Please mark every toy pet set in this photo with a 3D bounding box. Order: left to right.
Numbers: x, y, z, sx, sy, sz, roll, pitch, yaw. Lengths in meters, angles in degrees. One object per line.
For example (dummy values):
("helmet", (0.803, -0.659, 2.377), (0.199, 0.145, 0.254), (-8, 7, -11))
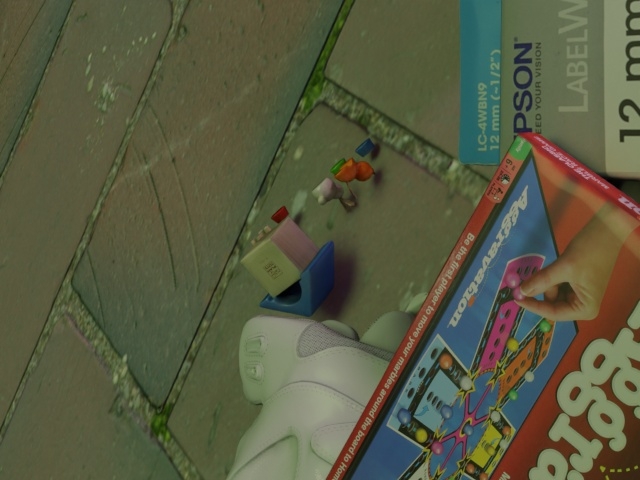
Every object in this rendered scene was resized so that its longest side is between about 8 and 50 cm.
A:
("toy pet set", (0.000, 0.000, 1.112), (0.122, 0.065, 0.114), (-37, 9, 40))

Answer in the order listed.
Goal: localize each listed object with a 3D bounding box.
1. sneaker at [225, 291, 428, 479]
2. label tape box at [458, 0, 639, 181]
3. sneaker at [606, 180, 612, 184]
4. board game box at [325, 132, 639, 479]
("sneaker", (-0.026, 0.180, 0.963), (0.366, 0.137, 0.210), (-33, 46, 40))
("label tape box", (0.166, -0.154, 0.720), (0.347, 0.115, 0.249), (5, 97, 46))
("sneaker", (0.131, 0.007, 0.864), (0.075, 0.063, 0.170), (4, 73, 66))
("board game box", (0.089, 0.104, 0.720), (0.145, 0.027, 0.281), (39, 115, 26))
